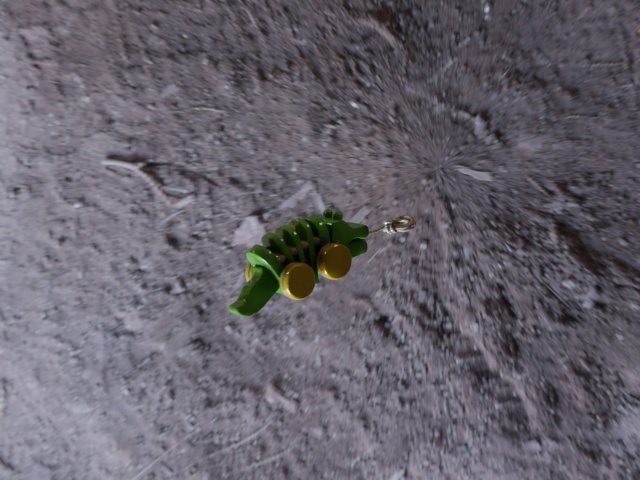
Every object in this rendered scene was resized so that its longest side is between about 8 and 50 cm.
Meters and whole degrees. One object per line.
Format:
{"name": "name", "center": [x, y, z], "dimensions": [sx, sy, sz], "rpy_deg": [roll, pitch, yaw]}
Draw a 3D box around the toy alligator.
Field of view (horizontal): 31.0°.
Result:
{"name": "toy alligator", "center": [0.000, 0.000, 0.916], "dimensions": [0.190, 0.056, 0.051], "rpy_deg": [-28, 114, -32]}
